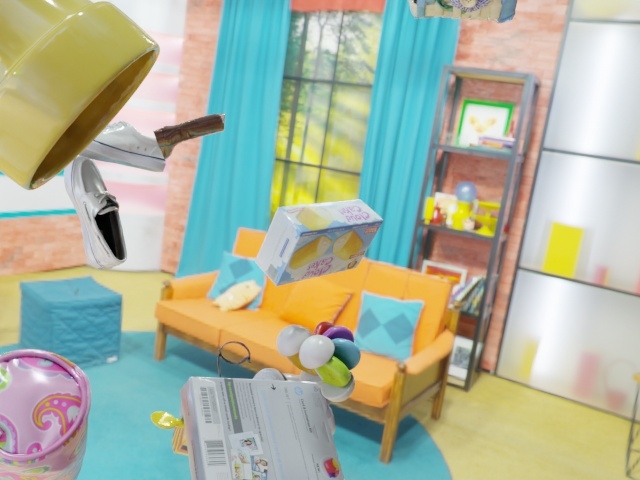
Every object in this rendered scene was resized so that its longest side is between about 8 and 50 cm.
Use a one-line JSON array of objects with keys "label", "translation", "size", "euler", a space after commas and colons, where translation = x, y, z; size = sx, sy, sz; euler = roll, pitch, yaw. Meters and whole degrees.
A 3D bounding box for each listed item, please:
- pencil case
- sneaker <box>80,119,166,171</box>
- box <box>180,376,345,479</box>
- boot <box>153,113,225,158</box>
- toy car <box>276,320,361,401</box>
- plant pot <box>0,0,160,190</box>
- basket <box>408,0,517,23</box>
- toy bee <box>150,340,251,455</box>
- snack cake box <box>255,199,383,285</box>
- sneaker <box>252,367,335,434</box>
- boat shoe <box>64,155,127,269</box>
[{"label": "pencil case", "translation": [-0.329, 0.226, 0.688], "size": [0.124, 0.124, 0.284], "euler": [4, -33, -24]}, {"label": "sneaker", "translation": [-0.461, -0.221, 1.351], "size": [0.094, 0.091, 0.258], "euler": [3, -6, 44]}, {"label": "box", "translation": [-0.069, 0.240, 0.738], "size": [0.186, 0.038, 0.145], "euler": [10, 44, -33]}, {"label": "boot", "translation": [-0.201, -0.168, 0.966], "size": [0.114, 0.037, 0.106], "euler": [-20, 0, -9]}, {"label": "toy car", "translation": [0.010, 0.235, 1.273], "size": [0.136, 0.159, 0.182], "euler": [-44, 32, -24]}, {"label": "plant pot", "translation": [-0.372, -0.233, 0.757], "size": [0.239, 0.254, 0.254], "euler": [43, 2, -15]}, {"label": "basket", "translation": [0.247, -0.416, 0.803], "size": [0.288, 0.201, 0.255], "euler": [-12, -32, 8]}, {"label": "toy bee", "translation": [-0.241, 0.361, 1.220], "size": [0.195, 0.298, 0.162], "euler": [3, 38, -7]}, {"label": "snack cake box", "translation": [0.000, 0.000, 1.356], "size": [0.264, 0.152, 0.089], "euler": [-10, 45, -45]}, {"label": "sneaker", "translation": [-0.092, 0.460, 1.421], "size": [0.210, 0.366, 0.137], "euler": [8, 23, -33]}, {"label": "boat shoe", "translation": [-0.494, -0.069, 1.361], "size": [0.088, 0.268, 0.096], "euler": [-12, -2, 31]}]
